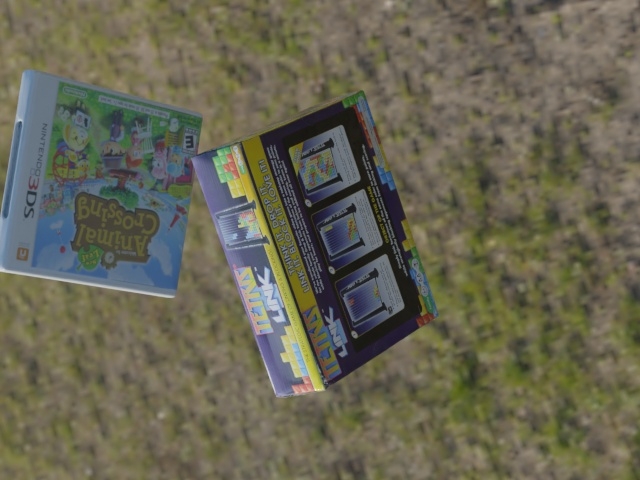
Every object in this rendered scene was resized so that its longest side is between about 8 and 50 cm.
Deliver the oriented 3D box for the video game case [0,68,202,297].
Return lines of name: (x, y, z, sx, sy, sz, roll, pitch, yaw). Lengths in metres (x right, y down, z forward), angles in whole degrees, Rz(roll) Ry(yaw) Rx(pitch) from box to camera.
video game case: (-0.214, -0.052, 1.577, 0.023, 0.212, 0.193, 5, 85, 46)

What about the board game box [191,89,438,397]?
board game box: (0.000, 0.000, 1.074, 0.048, 0.141, 0.170, -12, 99, 42)
